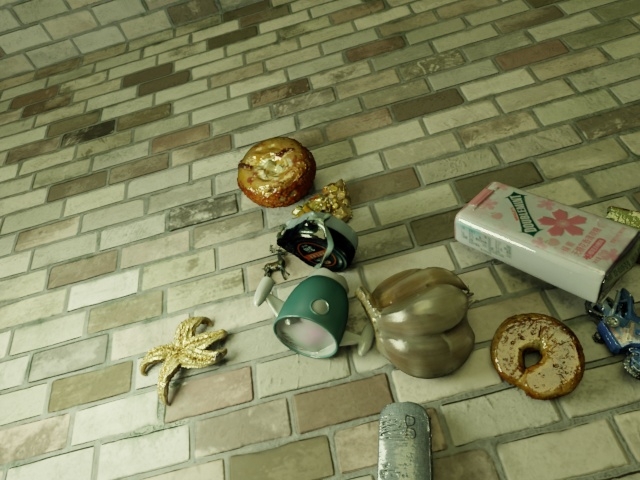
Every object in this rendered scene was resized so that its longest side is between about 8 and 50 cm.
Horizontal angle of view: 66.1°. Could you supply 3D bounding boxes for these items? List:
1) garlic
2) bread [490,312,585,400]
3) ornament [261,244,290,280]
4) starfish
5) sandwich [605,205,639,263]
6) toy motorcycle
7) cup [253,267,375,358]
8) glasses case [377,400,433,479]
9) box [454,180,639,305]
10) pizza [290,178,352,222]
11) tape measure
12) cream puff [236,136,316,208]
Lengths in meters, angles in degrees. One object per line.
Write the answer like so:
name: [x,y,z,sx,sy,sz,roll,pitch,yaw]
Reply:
garlic: [0.229,0.173,1.104,0.292,0.210,0.237,-7,21,2]
bread: [0.457,0.240,1.038,0.193,0.064,0.193,-9,56,14]
ornament: [-0.129,0.061,1.352,0.074,0.028,0.125,-19,53,0]
starfish: [-0.345,0.288,1.218,0.238,0.071,0.215,-14,46,13]
sandwich: [0.768,0.006,1.109,0.258,0.096,0.094,24,68,28]
toy motorcycle: [0.642,0.190,1.020,0.114,0.076,0.205,-10,49,-4]
cup: [-0.007,0.162,1.162,0.300,0.167,0.173,26,51,1]
glasses case: [0.164,0.453,0.950,0.109,0.067,0.282,-4,51,15]
box: [0.519,-0.006,1.142,0.190,0.112,0.370,-39,47,-22]
pizza: [0.018,-0.095,1.405,0.226,0.069,0.147,-40,52,-15]
tape measure: [0.004,0.002,1.265,0.182,0.181,0.107,-19,42,52]
cream puff: [-0.129,-0.197,1.465,0.240,0.164,0.239,-6,68,14]
